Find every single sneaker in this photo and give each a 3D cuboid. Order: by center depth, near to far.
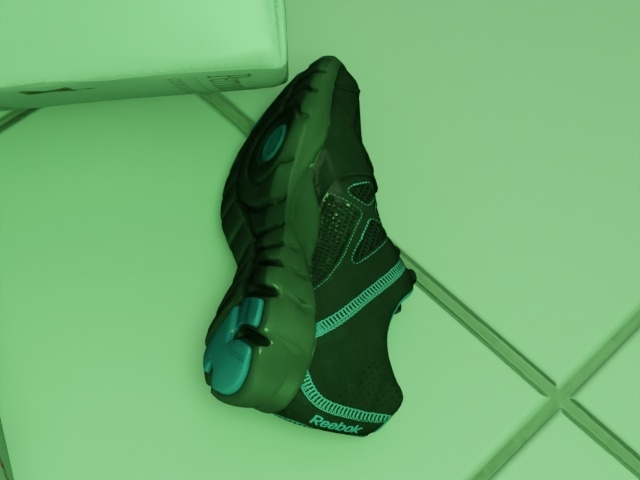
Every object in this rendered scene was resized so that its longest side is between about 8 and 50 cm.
[{"bbox_3d":[0.000,0.000,0.899,0.139,0.125,0.341,26,50,-23],"label":"sneaker"}]

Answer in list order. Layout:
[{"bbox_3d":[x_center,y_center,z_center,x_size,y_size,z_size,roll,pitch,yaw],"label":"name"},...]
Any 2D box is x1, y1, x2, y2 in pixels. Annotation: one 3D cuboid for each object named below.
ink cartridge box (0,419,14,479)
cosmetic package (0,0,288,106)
[{"bbox_3d":[-0.318,0.098,0.734,0.197,0.198,0.270,-15,59,-15],"label":"ink cartridge box"},{"bbox_3d":[-0.230,-0.257,0.801,0.393,0.329,0.327,-6,96,-1],"label":"cosmetic package"}]
